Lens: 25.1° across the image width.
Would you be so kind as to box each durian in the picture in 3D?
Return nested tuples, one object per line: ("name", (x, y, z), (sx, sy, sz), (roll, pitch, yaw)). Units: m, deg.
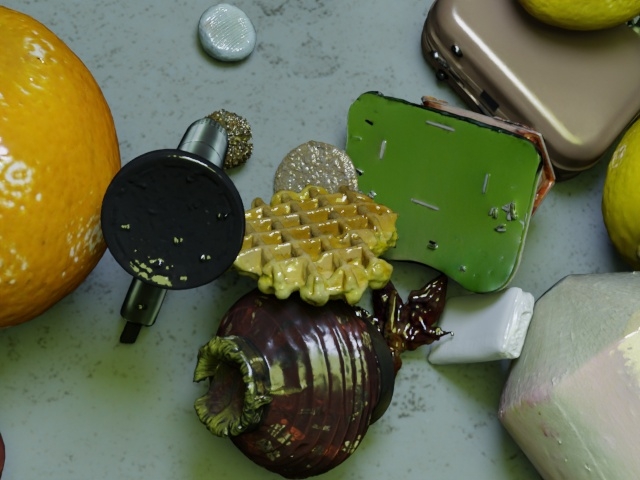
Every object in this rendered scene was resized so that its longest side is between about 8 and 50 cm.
("durian", (-0.128, -0.128, 1.857), (0.091, 0.080, 0.080), (-23, 77, 28))

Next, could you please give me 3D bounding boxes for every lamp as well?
("lamp", (-0.038, 0.164, 1.708), (0.246, 0.247, 0.247), (2, 75, -8))

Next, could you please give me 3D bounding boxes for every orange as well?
("orange", (-0.428, -0.096, 1.630), (0.423, 0.326, 0.424), (13, 38, -11))

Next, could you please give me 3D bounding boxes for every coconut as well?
("coconut", (0.369, 0.180, 1.733), (0.297, 0.297, 0.310), (-31, 87, -15))

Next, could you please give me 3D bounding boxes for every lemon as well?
("lemon", (0.326, -0.345, 1.787), (0.207, 0.170, 0.170), (0, 75, -2))
("lemon", (0.469, -0.048, 1.809), (0.240, 0.240, 0.219), (37, 69, 2))

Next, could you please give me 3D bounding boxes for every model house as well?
("model house", (0.177, -0.068, 1.828), (0.154, 0.293, 0.207), (-9, 114, -49))

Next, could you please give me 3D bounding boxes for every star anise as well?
("star anise", (0.076, 0.109, 1.830), (0.212, 0.053, 0.157), (-47, 67, 3))

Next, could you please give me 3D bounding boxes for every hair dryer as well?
("hair dryer", (-0.162, 0.014, 1.685), (0.155, 0.320, 0.284), (7, 102, 0))

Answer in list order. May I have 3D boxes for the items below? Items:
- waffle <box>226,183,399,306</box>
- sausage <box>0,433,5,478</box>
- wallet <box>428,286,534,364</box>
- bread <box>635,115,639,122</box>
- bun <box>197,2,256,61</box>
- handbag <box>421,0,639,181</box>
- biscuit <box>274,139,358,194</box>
("waffle", (0.000, -0.001, 1.722), (0.249, 0.056, 0.253), (18, 31, 34))
("sausage", (-0.477, 0.193, 1.674), (0.152, 0.152, 0.280), (-33, 85, -15))
("wallet", (0.200, 0.107, 1.785), (0.033, 0.190, 0.095), (24, 71, -22))
("bread", (0.551, -0.174, 1.965), (0.239, 0.074, 0.093), (-16, 108, -12))
("bun", (-0.125, -0.273, 1.905), (0.083, 0.045, 0.083), (2, 77, -10))
("handbag", (0.316, -0.260, 1.920), (0.283, 0.149, 0.302), (-42, 83, -15))
("biscuit", (-0.006, -0.070, 1.856), (0.120, 0.015, 0.120), (1, 92, 22))
